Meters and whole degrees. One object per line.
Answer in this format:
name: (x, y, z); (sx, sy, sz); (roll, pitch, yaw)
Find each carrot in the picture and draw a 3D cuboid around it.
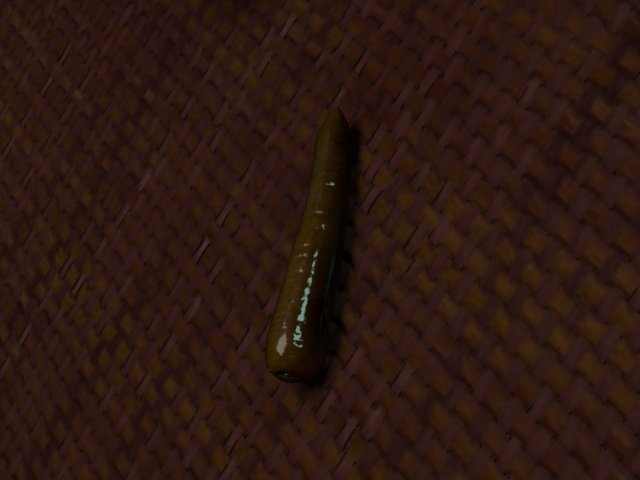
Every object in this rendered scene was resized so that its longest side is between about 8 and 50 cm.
carrot: (0.000, 0.000, 1.185); (0.037, 0.037, 0.190); (-20, 49, 47)
